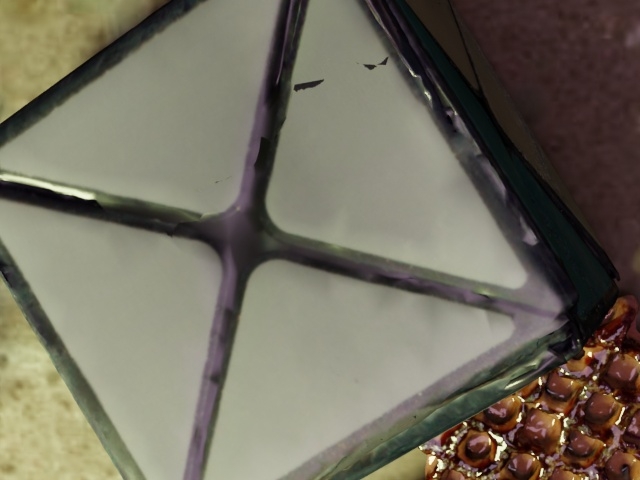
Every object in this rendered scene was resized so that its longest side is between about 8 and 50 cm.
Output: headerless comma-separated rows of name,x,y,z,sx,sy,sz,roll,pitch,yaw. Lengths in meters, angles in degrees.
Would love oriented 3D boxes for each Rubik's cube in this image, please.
Rubik's cube,0.000,0.000,0.981,0.310,0.307,0.305,-35,82,14

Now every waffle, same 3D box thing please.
waffle,0.164,0.120,1.142,0.221,0.055,0.234,-21,104,12
